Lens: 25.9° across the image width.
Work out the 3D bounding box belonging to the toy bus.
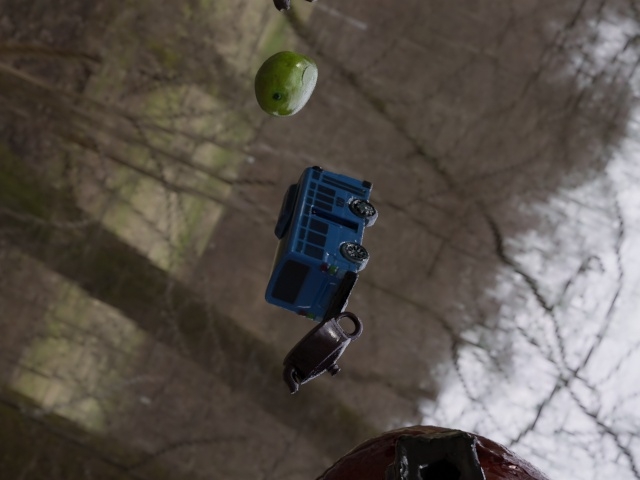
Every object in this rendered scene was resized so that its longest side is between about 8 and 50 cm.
[{"bbox_3d":[0.000,0.000,1.585,0.185,0.106,0.090,-78,-170,-53],"label":"toy bus"}]

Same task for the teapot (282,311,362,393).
[{"bbox_3d":[0.003,0.105,1.298,0.100,0.045,0.068,-39,173,-24],"label":"teapot"}]

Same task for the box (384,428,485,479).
[{"bbox_3d":[0.116,0.374,1.111,0.359,0.091,0.350,-95,179,-55],"label":"box"}]

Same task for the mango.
[{"bbox_3d":[-0.034,-0.169,1.488,0.108,0.056,0.073,-32,143,-62],"label":"mango"}]

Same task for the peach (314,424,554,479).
[{"bbox_3d":[0.160,0.412,1.542,0.353,0.416,0.339,15,-115,49],"label":"peach"}]

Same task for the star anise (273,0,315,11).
[{"bbox_3d":[-0.033,-0.406,1.501,0.349,0.108,0.292,-122,-152,-62],"label":"star anise"}]
